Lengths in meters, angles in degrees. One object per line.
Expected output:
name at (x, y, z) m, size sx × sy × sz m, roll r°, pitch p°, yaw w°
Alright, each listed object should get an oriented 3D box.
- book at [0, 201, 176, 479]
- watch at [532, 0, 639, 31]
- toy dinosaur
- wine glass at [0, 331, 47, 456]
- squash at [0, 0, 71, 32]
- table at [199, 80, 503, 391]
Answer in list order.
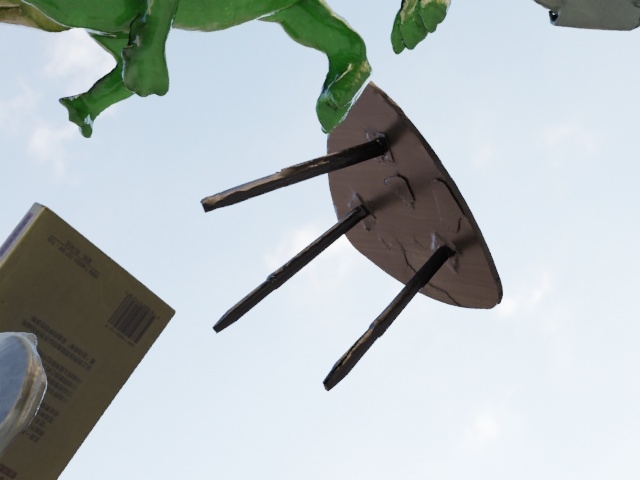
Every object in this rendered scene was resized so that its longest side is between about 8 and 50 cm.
book at (-0.228, 0.106, 0.942) m, size 0.231 × 0.026 × 0.161 m, roll -55°, pitch -48°, yaw -12°
watch at (0.322, -0.333, 1.334) m, size 0.253 × 0.241 × 0.162 m, roll -2°, pitch -43°, yaw -5°
toy dinosaur at (-0.068, -0.277, 0.880) m, size 0.374 × 0.144 × 0.500 m, roll 26°, pitch -117°, yaw -10°
wine glass at (-0.249, 0.027, 0.578) m, size 0.156 × 0.156 × 0.232 m, roll -44°, pitch -58°, yaw -2°
squash at (-0.357, -0.317, 1.045) m, size 0.210 × 0.308 × 0.234 m, roll 15°, pitch -94°, yaw -70°
table at (0.000, 0.000, 1.457) m, size 0.249 × 0.317 × 0.317 m, roll -33°, pitch -47°, yaw -24°
